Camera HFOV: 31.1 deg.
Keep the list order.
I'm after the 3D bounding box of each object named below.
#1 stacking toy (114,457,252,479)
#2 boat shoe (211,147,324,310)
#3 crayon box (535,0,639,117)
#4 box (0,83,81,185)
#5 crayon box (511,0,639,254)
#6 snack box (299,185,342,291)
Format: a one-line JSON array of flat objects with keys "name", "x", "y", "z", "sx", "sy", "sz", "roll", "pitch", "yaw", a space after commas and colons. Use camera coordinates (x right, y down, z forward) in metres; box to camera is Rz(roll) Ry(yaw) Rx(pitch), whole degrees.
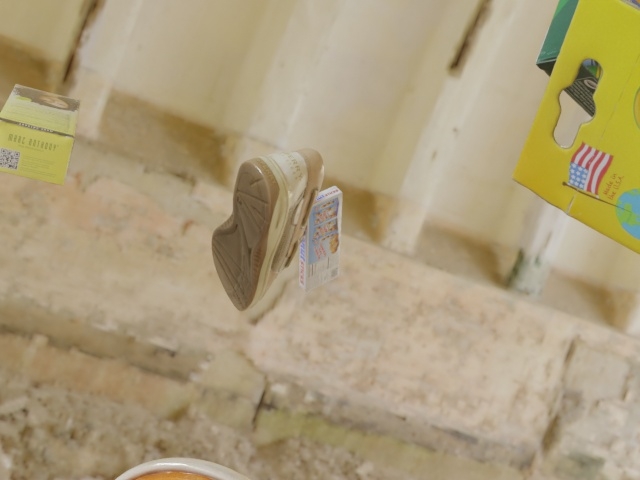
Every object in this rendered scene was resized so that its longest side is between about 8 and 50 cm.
[{"name": "stacking toy", "x": -0.228, "y": 0.541, "z": 1.474, "sx": 0.350, "sy": 0.351, "sz": 0.480, "roll": 21, "pitch": 28, "yaw": 10}, {"name": "boat shoe", "x": -0.071, "y": -0.008, "z": 1.635, "sx": 0.122, "sy": 0.110, "sz": 0.341, "roll": 58, "pitch": -28, "yaw": 18}, {"name": "crayon box", "x": 0.468, "y": -0.356, "z": 1.783, "sx": 0.203, "sy": 0.323, "sz": 0.083, "roll": 35, "pitch": -23, "yaw": -32}, {"name": "box", "x": -0.325, "y": -0.126, "z": 1.318, "sx": 0.087, "sy": 0.058, "sz": 0.232, "roll": 13, "pitch": 15, "yaw": -14}, {"name": "crayon box", "x": 0.312, "y": -0.054, "z": 0.812, "sx": 0.318, "sy": 0.081, "sz": 0.202, "roll": 31, "pitch": -39, "yaw": 15}, {"name": "snack box", "x": 0.000, "y": 0.000, "z": 1.749, "sx": 0.064, "sy": 0.178, "sz": 0.022, "roll": -24, "pitch": 49, "yaw": -25}]
